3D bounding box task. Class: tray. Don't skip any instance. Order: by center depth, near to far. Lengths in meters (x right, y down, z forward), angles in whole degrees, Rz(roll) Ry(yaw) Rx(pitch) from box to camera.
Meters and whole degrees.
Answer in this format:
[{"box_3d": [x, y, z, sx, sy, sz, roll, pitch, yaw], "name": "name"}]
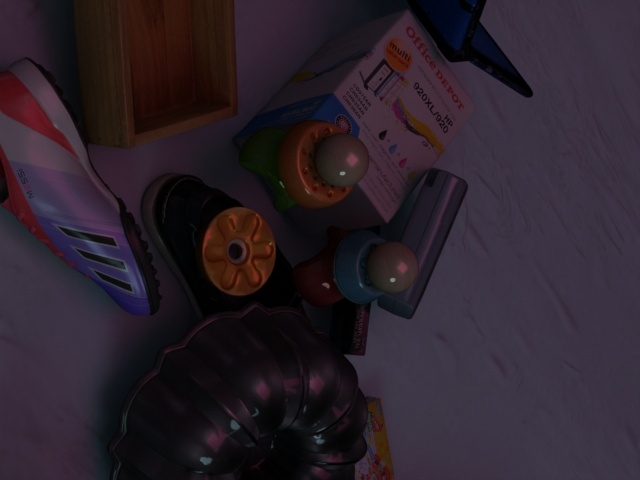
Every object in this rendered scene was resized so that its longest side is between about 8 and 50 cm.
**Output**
[{"box_3d": [-0.184, -0.324, 1.316, 0.203, 0.076, 0.411, -27, 122, -54], "name": "tray"}]

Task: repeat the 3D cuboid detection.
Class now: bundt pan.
[{"box_3d": [-0.074, 0.245, 1.402, 0.330, 0.124, 0.331, -19, 123, -32], "name": "bundt pan"}]

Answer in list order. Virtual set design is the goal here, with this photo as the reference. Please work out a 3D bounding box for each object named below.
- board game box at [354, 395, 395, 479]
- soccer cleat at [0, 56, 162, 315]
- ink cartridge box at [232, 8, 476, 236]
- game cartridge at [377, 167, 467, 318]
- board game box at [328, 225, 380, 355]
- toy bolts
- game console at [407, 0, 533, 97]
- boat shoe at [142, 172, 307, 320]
[{"box_3d": [0.053, 0.306, 1.663, 0.103, 0.026, 0.154, -21, 105, -41], "name": "board game box"}, {"box_3d": [-0.280, -0.036, 1.299, 0.116, 0.108, 0.318, -34, 116, -17], "name": "soccer cleat"}, {"box_3d": [0.048, -0.148, 1.538, 0.171, 0.168, 0.233, 52, 57, -21], "name": "ink cartridge box"}, {"box_3d": [0.135, 0.005, 1.580, 0.196, 0.060, 0.294, -64, 174, 5], "name": "game cartridge"}, {"box_3d": [0.045, 0.058, 1.588, 0.026, 0.126, 0.186, 9, 84, -10], "name": "board game box"}, {"box_3d": [0.000, 0.000, 1.361, 0.228, 0.158, 0.218, 49, 62, -27], "name": "toy bolts"}, {"box_3d": [0.189, -0.364, 1.585, 0.173, 0.293, 0.250, -9, 139, -25], "name": "game console"}, {"box_3d": [-0.082, 0.058, 1.469, 0.127, 0.113, 0.340, -46, 120, -33], "name": "boat shoe"}]
